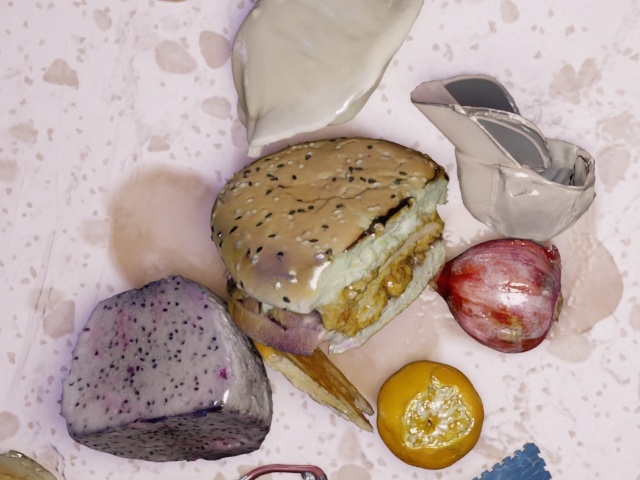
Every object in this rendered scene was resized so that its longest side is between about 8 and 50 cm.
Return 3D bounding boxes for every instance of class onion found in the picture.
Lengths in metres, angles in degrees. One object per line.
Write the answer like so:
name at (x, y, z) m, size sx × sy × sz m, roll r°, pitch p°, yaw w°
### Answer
onion at (0.231, 0.069, 1.533) m, size 0.195 × 0.159 × 0.159 m, roll 11°, pitch 98°, yaw 15°

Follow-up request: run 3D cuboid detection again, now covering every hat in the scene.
hat at (0.229, -0.109, 1.475) m, size 0.275 × 0.232 × 0.161 m, roll 36°, pitch 102°, yaw -16°

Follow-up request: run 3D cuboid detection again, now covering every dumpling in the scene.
dumpling at (-0.005, -0.243, 1.489) m, size 0.318 × 0.243 × 0.187 m, roll -38°, pitch 119°, yaw 18°

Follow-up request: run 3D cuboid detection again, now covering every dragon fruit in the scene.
dragon fruit at (-0.197, 0.186, 1.591) m, size 0.283 × 0.204 × 0.221 m, roll -15°, pitch 66°, yaw 21°

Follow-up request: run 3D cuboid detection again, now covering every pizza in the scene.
pizza at (-0.013, 0.181, 1.585) m, size 0.034 × 0.181 × 0.262 m, roll -43°, pitch 114°, yaw 9°

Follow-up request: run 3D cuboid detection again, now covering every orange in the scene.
orange at (0.151, 0.245, 1.572) m, size 0.154 × 0.134 × 0.155 m, roll 2°, pitch 104°, yaw 10°

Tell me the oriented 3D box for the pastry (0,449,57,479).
pastry at (-0.500, 0.467, 1.688) m, size 0.329 × 0.136 × 0.330 m, roll 1°, pitch 96°, yaw 9°

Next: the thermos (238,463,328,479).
thermos at (-0.067, 0.407, 1.643) m, size 0.330 × 0.136 × 0.109 m, roll 2°, pitch 124°, yaw 8°

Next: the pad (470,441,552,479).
pad at (0.254, 0.455, 1.566) m, size 0.269 × 0.012 × 0.269 m, roll -27°, pitch 94°, yaw -25°

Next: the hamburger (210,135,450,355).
hamburger at (0.000, 0.000, 1.483) m, size 0.277 × 0.318 × 0.195 m, roll 20°, pitch 136°, yaw 34°
